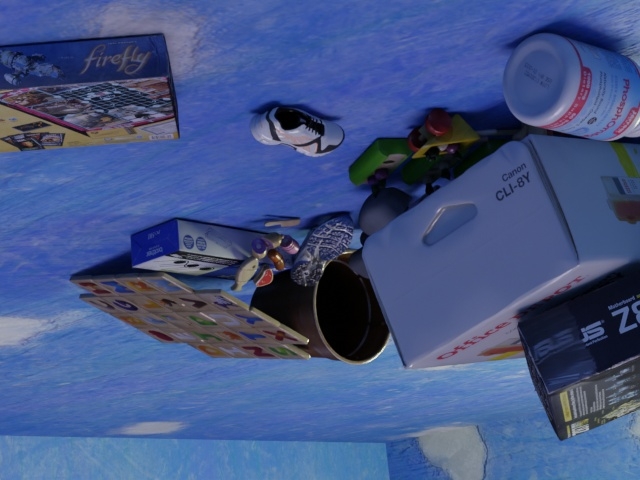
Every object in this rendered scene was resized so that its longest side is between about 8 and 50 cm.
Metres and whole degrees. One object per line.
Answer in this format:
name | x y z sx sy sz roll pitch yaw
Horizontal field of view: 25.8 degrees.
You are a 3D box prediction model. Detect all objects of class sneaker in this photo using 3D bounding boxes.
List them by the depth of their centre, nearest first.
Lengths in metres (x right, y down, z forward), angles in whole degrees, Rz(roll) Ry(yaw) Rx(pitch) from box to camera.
sneaker | -0.017 -0.113 1.434 0.109 0.040 0.043 4 160 -35
sneaker | 0.000 0.000 1.870 0.052 0.058 0.135 25 132 -19

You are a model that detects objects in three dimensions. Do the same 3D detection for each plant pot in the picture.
plant pot | -0.006 0.103 2.065 0.167 0.167 0.165 8 168 -43

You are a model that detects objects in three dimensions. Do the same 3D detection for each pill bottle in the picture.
pill bottle | 0.255 -0.142 1.334 0.160 0.087 0.087 7 161 -41

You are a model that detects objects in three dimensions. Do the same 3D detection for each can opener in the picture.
can opener | 0.079 -0.020 1.783 0.095 0.076 0.283 29 163 -8

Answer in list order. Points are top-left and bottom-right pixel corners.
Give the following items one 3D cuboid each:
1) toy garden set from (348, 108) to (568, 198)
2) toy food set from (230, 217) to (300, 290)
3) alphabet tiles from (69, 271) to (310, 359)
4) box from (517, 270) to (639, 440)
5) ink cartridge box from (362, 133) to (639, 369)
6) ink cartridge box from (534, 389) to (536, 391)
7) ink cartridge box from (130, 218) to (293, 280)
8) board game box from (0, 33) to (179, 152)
toy garden set | 0.179 -0.090 1.580 0.244 0.049 0.204 -1 165 -18
toy food set | -0.065 0.024 1.844 0.077 0.019 0.122 -6 136 -36
alphabet tiles | -0.188 0.112 2.007 0.285 0.011 0.342 32 157 -36
box | 0.399 0.114 1.620 0.318 0.097 0.395 -25 161 5
ink cartridge box | 0.281 0.018 1.631 0.384 0.160 0.279 0 152 -45
ink cartridge box | 0.492 0.137 2.283 0.307 0.072 0.303 -23 179 14
ink cartridge box | -0.143 0.016 1.867 0.097 0.046 0.207 -18 162 41
board game box | -0.255 -0.128 1.275 0.243 0.042 0.165 -5 165 -4
